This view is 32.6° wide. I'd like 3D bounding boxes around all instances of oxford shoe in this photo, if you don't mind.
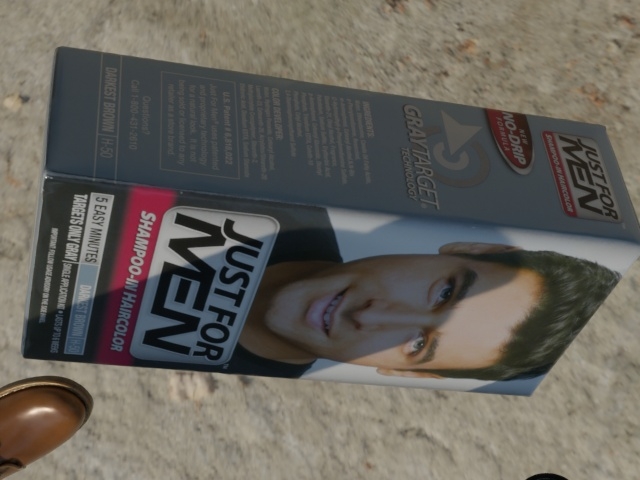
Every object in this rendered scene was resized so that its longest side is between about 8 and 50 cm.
[{"bbox_3d":[-0.281,0.184,0.936,0.212,0.076,0.076,-30,116,21],"label":"oxford shoe"}]

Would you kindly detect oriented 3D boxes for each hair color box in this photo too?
[{"bbox_3d":[0.000,0.000,0.737,0.374,0.114,0.185,6,139,-15],"label":"hair color box"}]

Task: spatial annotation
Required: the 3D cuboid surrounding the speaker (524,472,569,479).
[{"bbox_3d":[0.188,0.249,0.897,0.055,0.055,0.136,-15,136,0],"label":"speaker"}]
